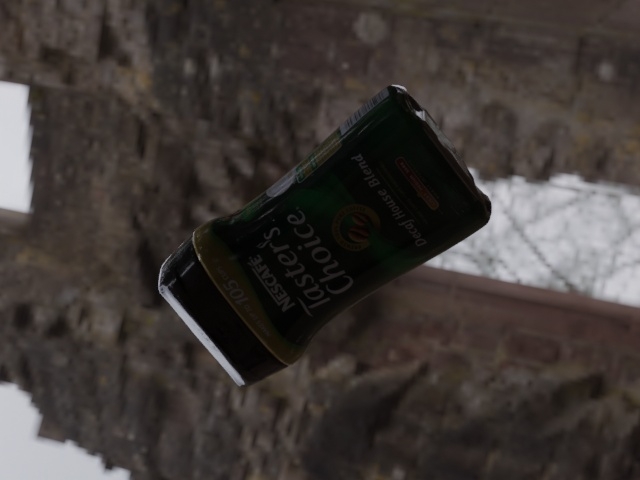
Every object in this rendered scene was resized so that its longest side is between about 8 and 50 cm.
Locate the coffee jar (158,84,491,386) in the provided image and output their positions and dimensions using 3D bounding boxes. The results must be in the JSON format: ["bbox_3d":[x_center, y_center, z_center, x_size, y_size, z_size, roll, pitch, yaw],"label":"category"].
[{"bbox_3d":[0.000,0.000,0.967,0.096,0.184,0.079,51,-170,-14],"label":"coffee jar"}]
